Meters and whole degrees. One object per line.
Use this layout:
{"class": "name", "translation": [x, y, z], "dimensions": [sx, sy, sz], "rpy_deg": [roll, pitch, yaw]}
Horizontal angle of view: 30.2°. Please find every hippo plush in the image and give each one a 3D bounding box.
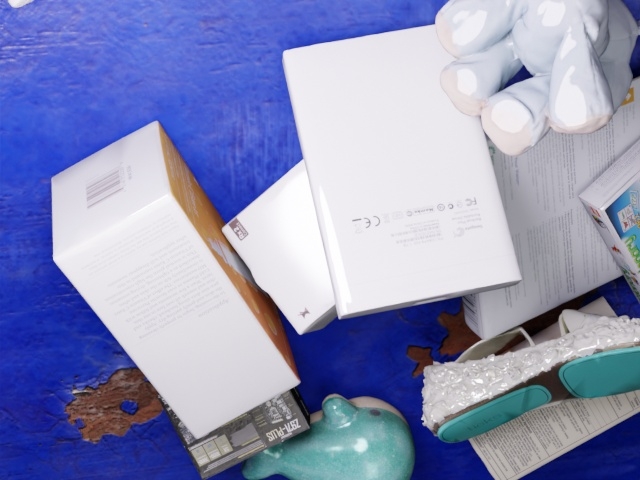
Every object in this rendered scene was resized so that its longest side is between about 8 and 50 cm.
{"class": "hippo plush", "translation": [0.290, -0.255, 1.502], "dimensions": [0.234, 0.236, 0.294], "rpy_deg": [8, 99, 27]}

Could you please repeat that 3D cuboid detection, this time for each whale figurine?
{"class": "whale figurine", "translation": [0.015, 0.342, 1.840], "dimensions": [0.272, 0.141, 0.216], "rpy_deg": [1, 121, -11]}

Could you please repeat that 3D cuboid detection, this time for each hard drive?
{"class": "hard drive", "translation": [0.100, -0.093, 1.509], "dimensions": [0.233, 0.353, 0.047], "rpy_deg": [-11, 166, -7]}

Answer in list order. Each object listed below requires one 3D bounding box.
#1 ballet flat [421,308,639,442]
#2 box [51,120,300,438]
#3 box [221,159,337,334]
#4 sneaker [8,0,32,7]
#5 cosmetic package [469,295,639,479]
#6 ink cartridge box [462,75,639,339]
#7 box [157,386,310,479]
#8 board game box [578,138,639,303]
{"class": "ballet flat", "translation": [0.329, 0.171, 1.721], "dimensions": [0.408, 0.147, 0.147], "rpy_deg": [-19, 124, 13]}
{"class": "box", "translation": [-0.192, 0.054, 1.572], "dimensions": [0.168, 0.215, 0.345], "rpy_deg": [-28, 123, 4]}
{"class": "box", "translation": [0.000, 0.000, 1.593], "dimensions": [0.182, 0.119, 0.181], "rpy_deg": [-40, 80, 12]}
{"class": "sneaker", "translation": [-0.333, -0.350, 1.401], "dimensions": [0.065, 0.061, 0.158], "rpy_deg": [38, 107, -1]}
{"class": "cosmetic package", "translation": [0.364, 0.238, 1.866], "dimensions": [0.296, 0.129, 0.153], "rpy_deg": [-29, 121, 6]}
{"class": "ink cartridge box", "translation": [0.340, -0.058, 1.702], "dimensions": [0.330, 0.071, 0.324], "rpy_deg": [-24, 125, -18]}
{"class": "box", "translation": [-0.126, 0.243, 1.755], "dimensions": [0.180, 0.077, 0.147], "rpy_deg": [-27, 99, 4]}
{"class": "board game box", "translation": [0.517, -0.024, 1.744], "dimensions": [0.193, 0.053, 0.305], "rpy_deg": [-42, 128, -4]}
